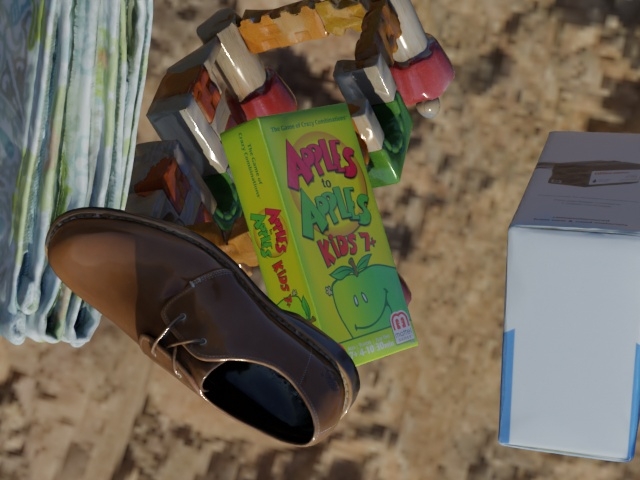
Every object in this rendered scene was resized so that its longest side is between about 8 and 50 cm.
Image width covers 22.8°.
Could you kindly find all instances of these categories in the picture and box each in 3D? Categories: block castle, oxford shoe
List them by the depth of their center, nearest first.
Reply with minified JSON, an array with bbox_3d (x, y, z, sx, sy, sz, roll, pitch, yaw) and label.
[{"bbox_3d":[-0.076,0.050,0.937,0.076,0.212,0.076,-61,176,25],"label":"oxford shoe"},{"bbox_3d":[-0.028,-0.075,1.796,0.453,0.303,0.213,-76,147,-43],"label":"block castle"}]

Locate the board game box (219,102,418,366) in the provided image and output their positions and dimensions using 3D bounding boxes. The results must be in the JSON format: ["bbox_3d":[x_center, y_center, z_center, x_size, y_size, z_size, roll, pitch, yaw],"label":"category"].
[{"bbox_3d":[0.000,0.000,1.110,0.092,0.043,0.181,-14,87,-45],"label":"board game box"}]

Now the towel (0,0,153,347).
[{"bbox_3d":[-0.264,-0.118,1.283,0.090,0.374,0.320,-3,112,-37],"label":"towel"}]

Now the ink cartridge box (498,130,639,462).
[{"bbox_3d":[0.259,0.041,1.532,0.307,0.129,0.223,-53,145,-65],"label":"ink cartridge box"}]
